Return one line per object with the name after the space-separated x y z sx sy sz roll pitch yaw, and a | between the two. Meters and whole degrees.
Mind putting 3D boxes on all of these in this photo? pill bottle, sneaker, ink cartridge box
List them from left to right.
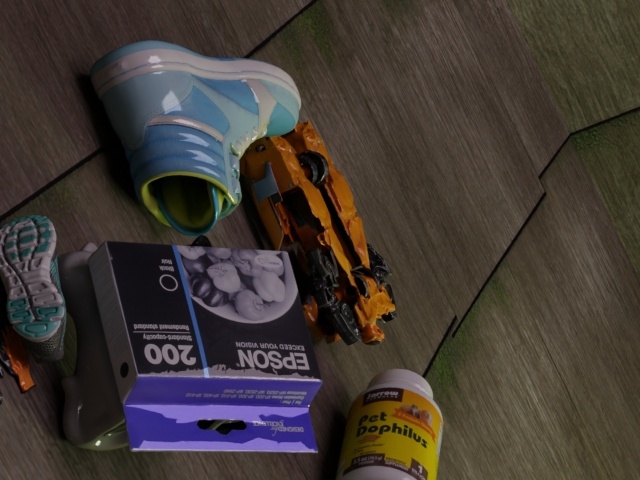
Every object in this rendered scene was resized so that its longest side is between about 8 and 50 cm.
-0.269 0.048 1.793 0.076 0.065 0.166 82 -3 -46 | sneaker
-0.102 0.100 1.814 0.206 0.045 0.208 4 57 -33 | ink cartridge box
-0.118 -0.097 2.149 0.319 0.127 0.208 4 63 -52 | sneaker
0.083 0.250 2.272 0.117 0.117 0.215 55 26 -26 | pill bottle

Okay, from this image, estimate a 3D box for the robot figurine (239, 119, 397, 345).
0.000 0.000 2.362 0.291 0.085 0.211 67 24 1 | robot figurine

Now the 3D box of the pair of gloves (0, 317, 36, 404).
-0.290 0.108 1.738 0.074 0.010 0.083 67 24 0 | pair of gloves

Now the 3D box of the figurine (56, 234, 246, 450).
-0.168 0.090 1.866 0.215 0.092 0.209 -2 62 -36 | figurine
